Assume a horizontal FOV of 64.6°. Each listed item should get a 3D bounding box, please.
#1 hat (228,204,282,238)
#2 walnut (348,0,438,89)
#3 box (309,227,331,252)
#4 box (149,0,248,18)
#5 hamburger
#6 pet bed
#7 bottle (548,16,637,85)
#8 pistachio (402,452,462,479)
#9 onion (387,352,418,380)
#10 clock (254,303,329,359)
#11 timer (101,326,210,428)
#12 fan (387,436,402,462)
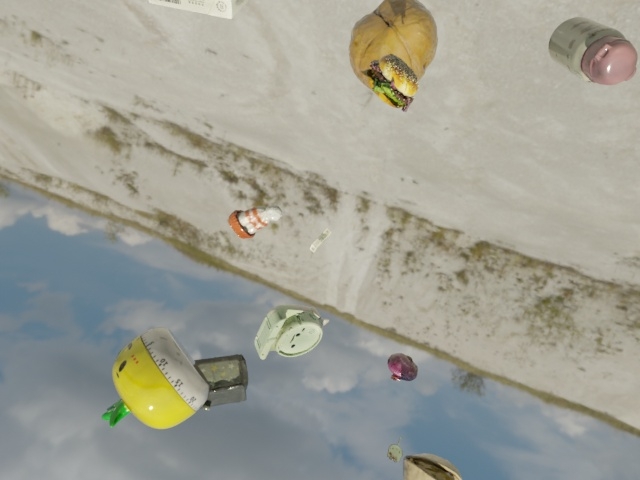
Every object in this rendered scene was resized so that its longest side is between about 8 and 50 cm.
[{"bbox_3d":[-0.191,-0.071,1.559,0.162,0.094,0.112,-26,166,20],"label":"hat"},{"bbox_3d":[0.284,-0.742,1.956,0.308,0.353,0.398,62,-166,3],"label":"walnut"},{"bbox_3d":[0.000,0.000,1.763,0.024,0.083,0.054,41,159,7],"label":"box"},{"bbox_3d":[-0.438,-0.926,1.859,0.329,0.095,0.210,14,-131,9],"label":"box"},{"bbox_3d":[0.199,-0.434,1.375,0.164,0.093,0.190,41,-145,-5],"label":"hamburger"},{"bbox_3d":[-0.338,0.467,1.642,0.210,0.160,0.183,-5,160,-10],"label":"pet bed"},{"bbox_3d":[0.578,-0.397,1.071,0.109,0.110,0.233,15,-149,-10],"label":"bottle"},{"bbox_3d":[0.324,0.693,1.487,0.152,0.126,0.223,46,153,-12],"label":"pistachio"},{"bbox_3d":[0.285,0.449,1.775,0.115,0.105,0.115,35,-177,-2],"label":"onion"},{"bbox_3d":[-0.112,0.406,2.247,0.323,0.265,0.109,5,-145,-32],"label":"clock"},{"bbox_3d":[-0.463,0.398,1.358,0.284,0.286,0.285,17,-172,-2],"label":"timer"},{"bbox_3d":[0.257,0.700,1.704,0.055,0.083,0.004,33,156,-8],"label":"fan"}]
